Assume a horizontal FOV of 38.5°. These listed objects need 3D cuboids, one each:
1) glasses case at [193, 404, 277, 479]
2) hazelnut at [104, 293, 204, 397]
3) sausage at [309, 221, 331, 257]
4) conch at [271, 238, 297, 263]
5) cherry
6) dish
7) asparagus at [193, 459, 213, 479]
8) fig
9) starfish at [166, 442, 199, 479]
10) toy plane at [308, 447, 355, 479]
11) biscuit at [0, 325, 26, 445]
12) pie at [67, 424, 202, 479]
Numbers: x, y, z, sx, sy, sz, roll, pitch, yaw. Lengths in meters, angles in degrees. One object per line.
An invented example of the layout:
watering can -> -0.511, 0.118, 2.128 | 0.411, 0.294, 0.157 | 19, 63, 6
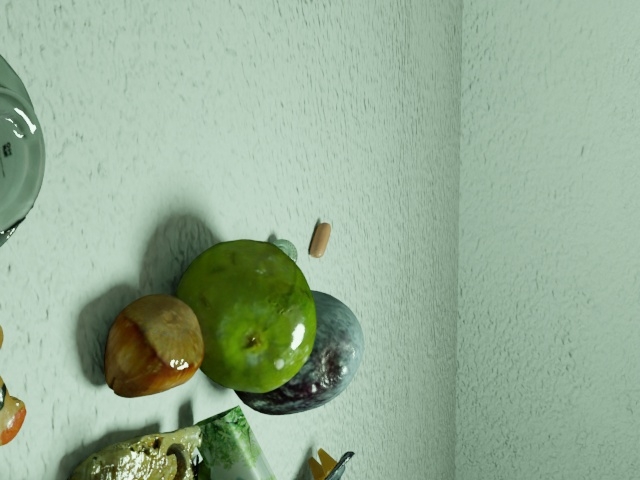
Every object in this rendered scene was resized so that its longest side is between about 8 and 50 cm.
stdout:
glasses case -> -0.126, 0.425, 1.568 | 0.272, 0.095, 0.062 | 63, 21, -2
hazelnut -> -0.246, 0.156, 1.316 | 0.150, 0.150, 0.150 | 9, 90, -69
sausage -> 0.000, 0.000, 2.006 | 0.034, 0.034, 0.083 | 60, 43, -59
conch -> -0.075, 0.038, 1.803 | 0.076, 0.057, 0.085 | -64, 156, -9
cherry -> -0.044, 0.203, 1.663 | 0.255, 0.296, 0.218 | -26, 97, -30
dish -> -0.363, -0.079, 0.902 | 0.303, 0.120, 0.302 | 8, 90, -69
asparagus -> -0.251, 0.457, 1.484 | 0.085, 0.082, 0.343 | 53, 24, 1
fig -> -0.144, 0.103, 1.486 | 0.233, 0.314, 0.233 | -14, 115, -32
starfish -> -0.275, 0.394, 1.226 | 0.303, 0.113, 0.312 | -33, 147, -26
toy plane -> -0.035, 0.615, 2.083 | 0.204, 0.103, 0.316 | -53, 179, 42
biscuit -> -0.402, 0.159, 1.018 | 0.165, 0.036, 0.250 | -55, 148, -51
pie -> -0.272, 0.349, 1.383 | 0.282, 0.068, 0.128 | 5, 97, -61
